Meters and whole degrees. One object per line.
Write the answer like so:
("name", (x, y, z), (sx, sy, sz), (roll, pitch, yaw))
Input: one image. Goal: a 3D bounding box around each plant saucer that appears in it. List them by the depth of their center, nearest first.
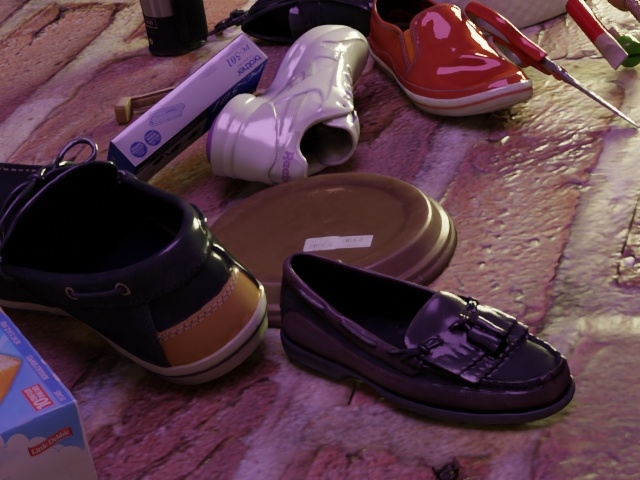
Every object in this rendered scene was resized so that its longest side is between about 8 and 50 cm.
("plant saucer", (0.000, 0.000, 1.712), (0.278, 0.041, 0.278), (-8, 28, 4))

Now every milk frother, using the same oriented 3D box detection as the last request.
("milk frother", (-0.175, -0.341, 2.317), (0.129, 0.134, 0.143), (13, 36, 37))

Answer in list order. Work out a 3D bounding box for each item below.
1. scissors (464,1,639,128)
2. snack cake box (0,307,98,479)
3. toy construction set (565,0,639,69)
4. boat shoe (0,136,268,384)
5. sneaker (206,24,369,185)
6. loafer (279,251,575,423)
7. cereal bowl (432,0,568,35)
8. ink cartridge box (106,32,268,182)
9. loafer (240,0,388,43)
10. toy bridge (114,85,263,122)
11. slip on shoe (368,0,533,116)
("scissors", (0.261, -0.206, 1.948), (0.021, 0.109, 0.297), (-44, 34, 0))
("snack cake box", (-0.319, 0.152, 1.489), (0.152, 0.089, 0.264), (-21, 29, -21))
("toy construction set", (0.461, -0.275, 1.905), (0.309, 0.257, 0.237), (-31, 40, 6))
("boat shoe", (-0.246, -0.008, 1.668), (0.187, 0.156, 0.500), (-43, 39, -21))
("sneaker", (-0.002, -0.145, 1.942), (0.152, 0.114, 0.305), (18, 42, 22))
("loafer", (0.080, 0.081, 1.466), (0.302, 0.095, 0.109), (13, 36, 38))
("cereal bowl", (0.204, -0.400, 2.284), (0.339, 0.141, 0.339), (-10, 28, 5))
("ink cartridge box", (-0.154, -0.145, 1.925), (0.207, 0.046, 0.097), (-42, -6, -20))
("loafer", (-0.009, -0.291, 2.233), (0.223, 0.076, 0.078), (6, 37, 39))
("toy bridge", (-0.163, -0.178, 2.121), (0.188, 0.026, 0.063), (-4, 27, 14))
("slip on shoe", (0.146, -0.230, 2.026), (0.123, 0.101, 0.331), (-18, 29, -16))
